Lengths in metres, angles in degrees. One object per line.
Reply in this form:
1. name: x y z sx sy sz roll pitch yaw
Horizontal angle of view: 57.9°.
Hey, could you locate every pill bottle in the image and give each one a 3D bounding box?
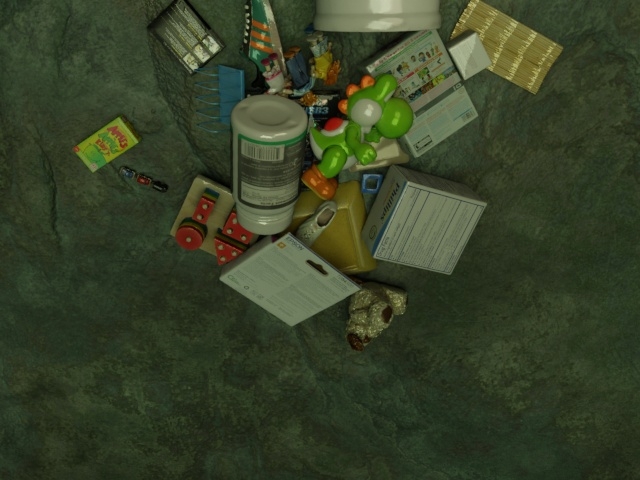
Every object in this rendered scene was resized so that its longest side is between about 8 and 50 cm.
1. pill bottle: -0.150 -0.201 1.611 0.205 0.204 0.360 6 134 -4

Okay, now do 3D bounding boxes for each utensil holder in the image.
1. utensil holder: 0.143 -0.722 1.415 0.328 0.327 0.385 -1 112 -1

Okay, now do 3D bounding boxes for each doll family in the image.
1. doll family: -0.034 -0.462 1.586 0.263 0.118 0.163 -42 137 -19

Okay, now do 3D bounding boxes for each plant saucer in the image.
1. plant saucer: 0.000 0.000 1.884 0.333 0.081 0.332 -12 115 4

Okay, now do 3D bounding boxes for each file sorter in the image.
1. file sorter: -0.290 -0.403 1.645 0.105 0.118 0.170 -19 122 -38

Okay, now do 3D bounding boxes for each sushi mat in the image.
1. sushi mat: 0.528 -0.557 1.660 0.317 0.019 0.151 24 114 -11

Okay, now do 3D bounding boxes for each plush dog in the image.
1. plush dog: 0.151 0.257 1.946 0.211 0.262 0.225 24 108 20

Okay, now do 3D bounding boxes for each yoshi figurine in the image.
1. yoshi figurine: 0.118 -0.267 1.562 0.203 0.203 0.362 17 114 -52

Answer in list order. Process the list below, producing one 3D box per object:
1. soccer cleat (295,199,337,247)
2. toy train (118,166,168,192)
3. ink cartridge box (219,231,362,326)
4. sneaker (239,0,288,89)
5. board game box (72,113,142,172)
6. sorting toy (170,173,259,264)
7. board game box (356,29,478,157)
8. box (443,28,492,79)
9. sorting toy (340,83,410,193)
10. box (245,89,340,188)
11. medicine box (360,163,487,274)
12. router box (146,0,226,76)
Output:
1. soccer cleat: -0.018 -0.043 1.777 0.068 0.076 0.196 33 111 -15
2. toy train: -0.555 -0.189 1.808 0.158 0.036 0.027 24 113 -12
3. ink cartridge box: -0.093 0.117 1.836 0.330 0.071 0.324 -33 123 31
4. sneaker: -0.176 -0.564 1.597 0.121 0.108 0.301 -14 116 1
5. board game box: -0.646 -0.294 1.753 0.181 0.043 0.092 -30 112 13
6. sorting toy: -0.324 -0.038 1.823 0.257 0.089 0.255 26 126 -12
7. board game box: 0.278 -0.426 1.652 0.224 0.097 0.303 -34 113 -2
8. box: 0.408 -0.519 1.611 0.087 0.102 0.101 -30 112 15
9. sorting toy: 0.167 -0.313 1.758 0.196 0.047 0.347 -11 115 0
10. box: -0.089 -0.302 1.742 0.296 0.073 0.293 0 115 1
11. medicine box: 0.314 -0.062 1.792 0.290 0.149 0.263 13 115 -20
12. router box: -0.376 -0.573 1.624 0.133 0.046 0.179 -36 110 15
